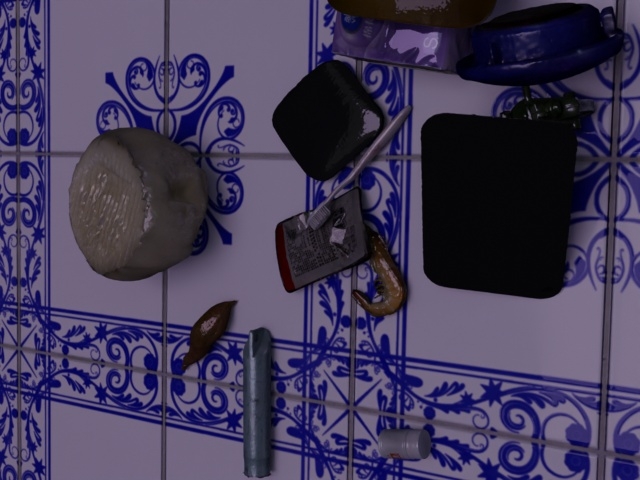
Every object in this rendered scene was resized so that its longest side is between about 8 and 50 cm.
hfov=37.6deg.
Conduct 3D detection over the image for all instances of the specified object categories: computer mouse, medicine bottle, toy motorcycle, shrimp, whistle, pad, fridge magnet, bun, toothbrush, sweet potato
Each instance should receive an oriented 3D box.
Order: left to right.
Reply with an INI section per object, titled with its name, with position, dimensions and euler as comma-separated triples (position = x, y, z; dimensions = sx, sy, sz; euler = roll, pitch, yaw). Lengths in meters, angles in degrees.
[bun]
position = -0.381, -0.078, 2.027
dimensions = 0.360, 0.211, 0.359
euler = 2, 93, 44
[sweet potato]
position = -0.257, 0.211, 2.044
dimensions = 0.068, 0.068, 0.226
euler = 47, 116, 22
[whistle]
position = -0.133, 0.339, 1.973
dimensions = 0.062, 0.062, 0.312
euler = 2, 95, 33
[toothbrush]
position = 0.076, -0.138, 1.807
dimensions = 0.307, 0.025, 0.029
euler = -50, 60, 17
[shrimp]
position = 0.099, 0.065, 1.824
dimensions = 0.124, 0.034, 0.178
euler = -36, 76, 36
[medicine bottle]
position = 0.159, 0.386, 1.787
dimensions = 0.089, 0.057, 0.057
euler = -8, 89, 33
[computer mouse]
position = 0.144, -0.439, 1.553
dimensions = 0.310, 0.072, 0.158
euler = 14, 102, 24
[pad]
position = 0.263, -0.069, 1.584
dimensions = 0.315, 0.063, 0.375
euler = 7, 131, 13
[toy motorcycle]
position = 0.335, -0.141, 1.601
dimensions = 0.275, 0.127, 0.205
euler = -15, 82, 36
[fridge magnet]
position = 0.346, -0.310, 1.503
dimensions = 0.265, 0.265, 0.112
euler = -2, 110, 33

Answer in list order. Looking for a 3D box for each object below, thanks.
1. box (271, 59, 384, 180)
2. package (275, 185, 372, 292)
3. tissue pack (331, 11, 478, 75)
[box]
position = 0.013, -0.235, 1.854
dimensions = 0.212, 0.042, 0.201
euler = -44, 70, 28
[package]
position = 0.000, 0.000, 1.866
dimensions = 0.239, 0.030, 0.154
euler = -23, 68, 35
[tissue pack]
position = 0.166, -0.477, 1.666
dimensions = 0.242, 0.160, 0.338
euler = 13, 100, 27
